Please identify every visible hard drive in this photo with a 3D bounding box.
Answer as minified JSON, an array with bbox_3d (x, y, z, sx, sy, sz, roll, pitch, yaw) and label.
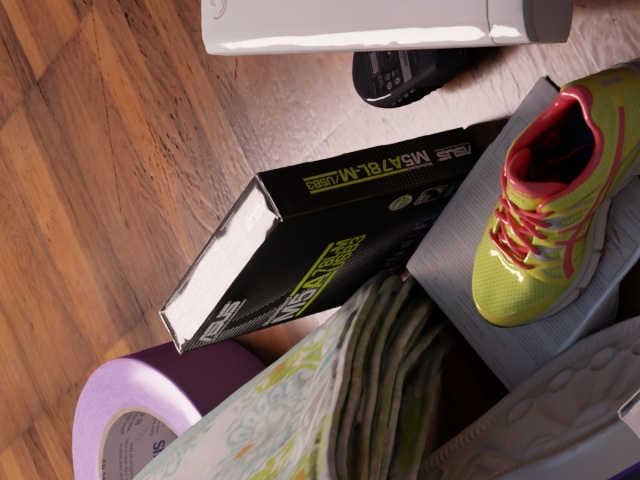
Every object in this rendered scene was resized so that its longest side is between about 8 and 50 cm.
[{"bbox_3d":[0.033,-0.247,1.338,0.353,0.047,0.233,5,97,53],"label":"hard drive"}]

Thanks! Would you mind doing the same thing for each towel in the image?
[{"bbox_3d":[-0.060,0.205,1.380,0.090,0.320,0.374,40,118,-10],"label":"towel"}]

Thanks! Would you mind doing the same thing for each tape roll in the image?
[{"bbox_3d":[-0.106,0.223,1.699,0.275,0.090,0.274,23,121,47],"label":"tape roll"}]

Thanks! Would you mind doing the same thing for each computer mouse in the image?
[{"bbox_3d":[0.104,-0.152,1.325,0.242,0.041,0.071,-27,64,49],"label":"computer mouse"}]

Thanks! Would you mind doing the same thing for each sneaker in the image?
[{"bbox_3d":[0.141,-0.029,1.241,0.081,0.094,0.208,45,124,30],"label":"sneaker"},{"bbox_3d":[0.200,0.206,1.287,0.323,0.130,0.236,-36,109,24],"label":"sneaker"}]

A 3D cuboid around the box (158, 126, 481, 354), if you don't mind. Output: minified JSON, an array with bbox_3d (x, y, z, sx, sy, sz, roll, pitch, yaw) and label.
[{"bbox_3d":[0.000,0.000,1.389,0.045,0.184,0.190,60,141,17],"label":"box"}]

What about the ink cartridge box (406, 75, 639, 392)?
[{"bbox_3d":[0.153,0.001,1.326,0.145,0.045,0.179,51,120,29],"label":"ink cartridge box"}]

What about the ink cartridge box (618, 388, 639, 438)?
[{"bbox_3d":[0.317,0.044,0.880,0.198,0.270,0.197,50,140,10],"label":"ink cartridge box"}]
